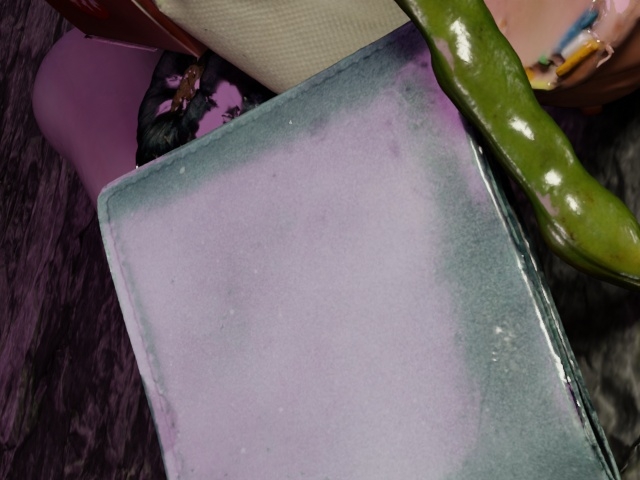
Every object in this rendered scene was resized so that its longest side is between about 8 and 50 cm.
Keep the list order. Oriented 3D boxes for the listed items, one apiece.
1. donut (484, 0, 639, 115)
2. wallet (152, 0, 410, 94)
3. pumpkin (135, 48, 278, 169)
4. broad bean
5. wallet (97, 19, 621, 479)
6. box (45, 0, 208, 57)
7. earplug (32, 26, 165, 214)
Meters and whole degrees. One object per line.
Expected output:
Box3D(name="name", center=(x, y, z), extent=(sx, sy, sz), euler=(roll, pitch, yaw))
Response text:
Box3D(name="donut", center=(0.160, -0.171, 0.969), extent=(0.233, 0.085, 0.199), euler=(-64, 25, 26))
Box3D(name="wallet", center=(0.028, -0.222, 1.082), extent=(0.335, 0.275, 0.068), euler=(-57, 14, 24))
Box3D(name="pumpkin", center=(-0.035, -0.084, 1.286), extent=(0.233, 0.163, 0.233), euler=(-49, 29, 40))
Box3D(name="broad bean", center=(0.098, -0.072, 0.912), extent=(0.053, 0.256, 0.052), euler=(-36, -5, 22))
Box3D(name="wallet", center=(0.006, 0.052, 0.972), extent=(0.251, 0.054, 0.290), euler=(-26, 72, 20))
Box3D(name="box", center=(-0.049, -0.320, 1.311), extent=(0.385, 0.122, 0.344), euler=(-49, 21, -7))
Box3D(name="earplug", center=(-0.143, -0.063, 1.563), extent=(0.172, 0.172, 0.301), euler=(-66, 29, 24))
